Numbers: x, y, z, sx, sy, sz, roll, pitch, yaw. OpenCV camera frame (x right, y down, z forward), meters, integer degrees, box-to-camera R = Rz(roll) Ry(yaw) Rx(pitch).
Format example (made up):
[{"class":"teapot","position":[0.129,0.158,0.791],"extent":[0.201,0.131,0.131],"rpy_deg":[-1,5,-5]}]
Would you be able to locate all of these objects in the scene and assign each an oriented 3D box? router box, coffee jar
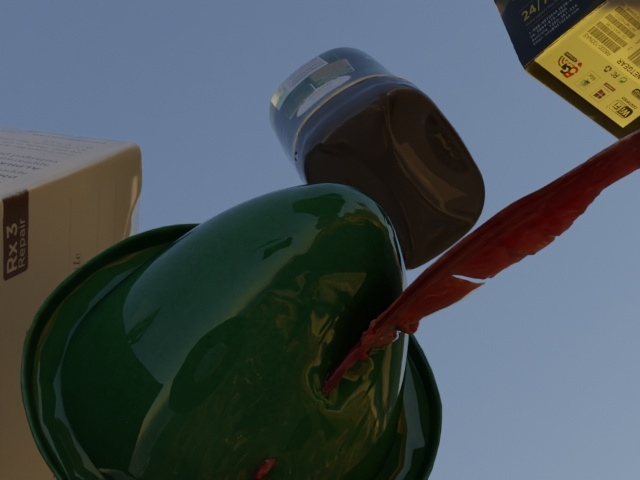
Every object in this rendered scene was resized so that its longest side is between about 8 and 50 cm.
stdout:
[{"class":"router box","position":[0.217,-0.153,1.021],"extent":[0.081,0.243,0.309],"rpy_deg":[-38,-45,25]},{"class":"coffee jar","position":[0.027,-0.046,0.806],"extent":[0.079,0.184,0.096],"rpy_deg":[-36,-75,2]}]

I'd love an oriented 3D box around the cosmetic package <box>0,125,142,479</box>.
[{"class":"cosmetic package","position":[-0.231,0.083,0.663],"extent":[0.385,0.156,0.217],"rpy_deg":[-39,-47,-64]}]

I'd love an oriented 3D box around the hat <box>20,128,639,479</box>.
[{"class":"hat","position":[0.000,0.000,0.579],"extent":[0.208,0.173,0.183],"rpy_deg":[-30,-24,-39]}]
